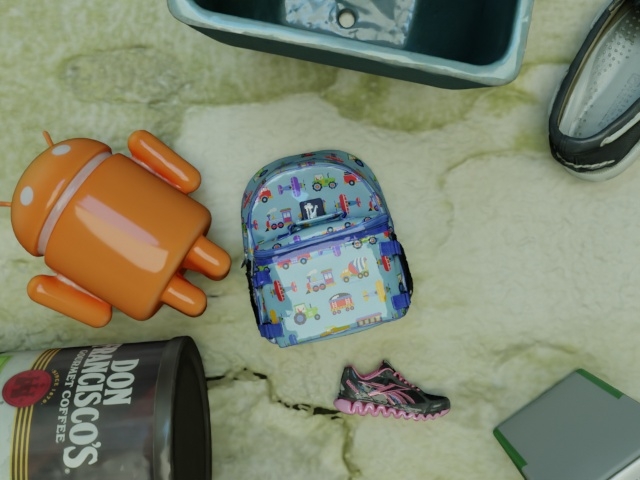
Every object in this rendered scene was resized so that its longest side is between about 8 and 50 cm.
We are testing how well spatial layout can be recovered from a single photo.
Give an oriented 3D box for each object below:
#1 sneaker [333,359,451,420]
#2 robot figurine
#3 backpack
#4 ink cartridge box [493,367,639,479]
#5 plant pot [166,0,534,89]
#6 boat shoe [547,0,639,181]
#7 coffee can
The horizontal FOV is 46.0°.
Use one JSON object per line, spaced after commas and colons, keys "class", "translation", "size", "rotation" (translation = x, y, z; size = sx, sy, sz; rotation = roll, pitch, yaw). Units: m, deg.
{"class": "sneaker", "translation": [0.074, 0.151, 0.762], "size": [0.119, 0.047, 0.057], "rotation": [6, 82, -2]}
{"class": "robot figurine", "translation": [-0.191, -0.009, 0.703], "size": [0.219, 0.128, 0.158], "rotation": [33, 117, -3]}
{"class": "backpack", "translation": [0.000, 0.000, 0.713], "size": [0.158, 0.117, 0.174], "rotation": [-10, 91, -1]}
{"class": "ink cartridge box", "translation": [0.308, 0.285, 0.689], "size": [0.121, 0.211, 0.289], "rotation": [-36, 95, 0]}
{"class": "plant pot", "translation": [0.035, -0.257, 0.627], "size": [0.247, 0.252, 0.247], "rotation": [11, 94, -2]}
{"class": "boat shoe", "translation": [0.316, -0.196, 0.697], "size": [0.114, 0.091, 0.303], "rotation": [29, 91, 32]}
{"class": "coffee can", "translation": [-0.249, 0.197, 0.679], "size": [0.275, 0.201, 0.202], "rotation": [-4, 94, 0]}
